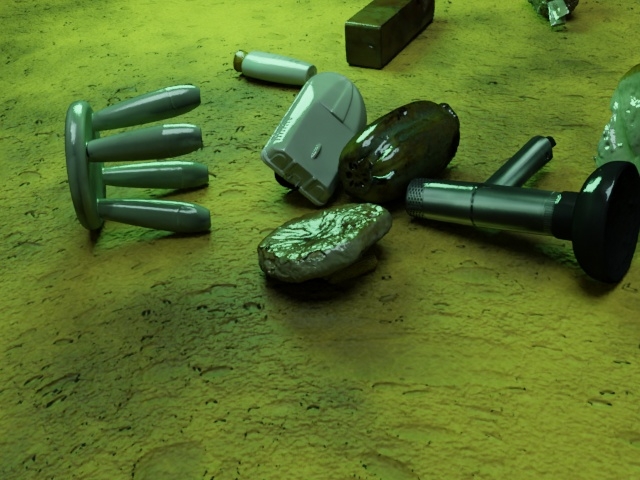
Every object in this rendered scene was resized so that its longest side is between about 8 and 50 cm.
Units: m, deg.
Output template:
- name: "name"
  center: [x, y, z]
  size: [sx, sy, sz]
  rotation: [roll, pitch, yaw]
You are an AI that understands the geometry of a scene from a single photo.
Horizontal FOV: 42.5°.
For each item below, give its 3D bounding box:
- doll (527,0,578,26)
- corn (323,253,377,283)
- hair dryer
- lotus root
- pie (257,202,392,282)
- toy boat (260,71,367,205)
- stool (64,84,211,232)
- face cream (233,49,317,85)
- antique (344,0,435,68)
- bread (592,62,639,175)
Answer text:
- name: "doll"
  center: [0.521, -0.557, 1.843]
  size: [0.114, 0.105, 0.221]
  rotation: [1, 33, -3]
- name: "corn"
  center: [0.039, 0.038, 1.121]
  size: [0.083, 0.028, 0.027]
  rotation: [-19, 11, -22]
- name: "hair dryer"
  center: [0.321, -0.098, 1.174]
  size: [0.320, 0.156, 0.284]
  rotation: [19, 54, 42]
- name: "lotus root"
  center: [0.125, -0.138, 1.283]
  size: [0.241, 0.123, 0.124]
  rotation: [-31, 73, -36]
- name: "pie"
  center: [0.000, 0.000, 1.135]
  size: [0.195, 0.046, 0.195]
  rotation: [-15, 18, 5]
- name: "toy boat"
  center: [-0.007, -0.169, 1.348]
  size: [0.140, 0.141, 0.269]
  rotation: [4, 36, 13]
- name: "stool"
  center: [-0.270, -0.122, 1.245]
  size: [0.198, 0.195, 0.195]
  rotation: [-6, 35, -4]
- name: "face cream"
  center: [-0.094, -0.351, 1.674]
  size: [0.182, 0.051, 0.072]
  rotation: [17, 42, 27]
- name: "antique"
  center: [0.157, -0.478, 1.788]
  size: [0.087, 0.093, 0.310]
  rotation: [14, 39, 25]
- name: "bread"
  center: [0.561, -0.151, 1.149]
  size: [0.279, 0.225, 0.250]
  rotation: [-4, 25, -12]
